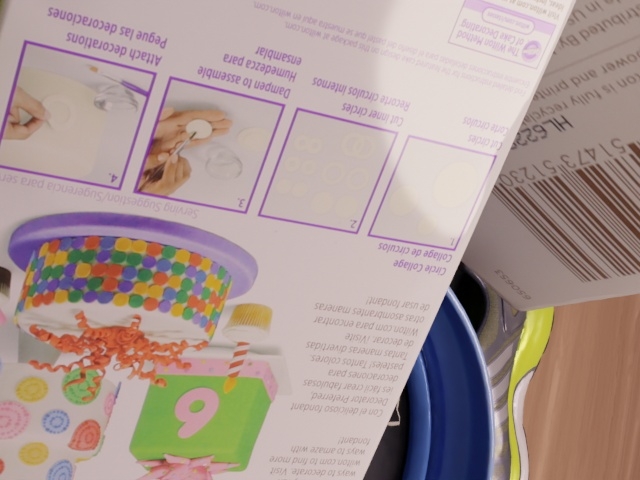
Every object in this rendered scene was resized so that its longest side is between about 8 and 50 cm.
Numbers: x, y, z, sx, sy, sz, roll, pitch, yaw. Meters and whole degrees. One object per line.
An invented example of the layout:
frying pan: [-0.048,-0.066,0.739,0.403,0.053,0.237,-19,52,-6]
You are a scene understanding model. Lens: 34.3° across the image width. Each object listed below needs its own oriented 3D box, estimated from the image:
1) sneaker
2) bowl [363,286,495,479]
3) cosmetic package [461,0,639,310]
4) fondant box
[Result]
sneaker: [0.132,0.153,0.990,0.121,0.111,0.300,24,70,-38]
bowl: [-0.068,0.153,0.658,0.391,0.077,0.391,-6,104,-27]
cosmetic package: [0.220,-0.211,0.727,0.327,0.329,0.393,42,61,-18]
fondant box: [-0.053,-0.016,0.483,0.238,0.096,0.330,10,112,-29]
